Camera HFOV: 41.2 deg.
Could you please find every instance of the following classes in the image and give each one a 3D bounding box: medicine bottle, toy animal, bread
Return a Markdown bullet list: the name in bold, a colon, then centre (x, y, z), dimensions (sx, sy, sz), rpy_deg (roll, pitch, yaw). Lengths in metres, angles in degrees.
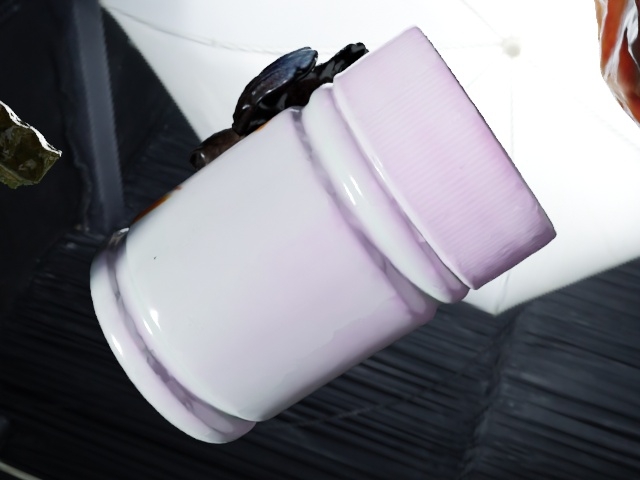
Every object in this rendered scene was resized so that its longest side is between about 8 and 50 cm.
- **medicine bottle**: centre (0.000, 0.000, 0.676), dimensions (0.315, 0.202, 0.202), rpy_deg (-33, -4, 12)
- **toy animal**: centre (-0.034, -0.114, 0.818), dimensions (0.218, 0.179, 0.116), rpy_deg (47, -141, -67)
- **bread**: centre (-0.290, -0.087, 0.739), dimensions (0.066, 0.110, 0.060), rpy_deg (-45, 22, 10)

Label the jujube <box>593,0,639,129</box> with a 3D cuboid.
- **jujube**: centre (0.274, -0.108, 0.335), dimensions (0.216, 0.341, 0.217), rpy_deg (-171, 90, -84)
